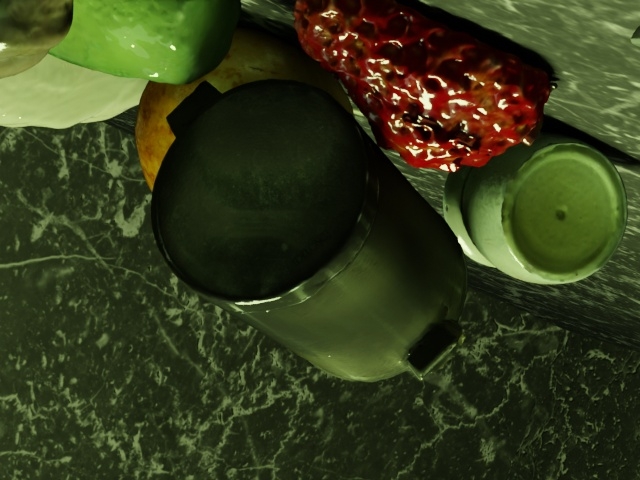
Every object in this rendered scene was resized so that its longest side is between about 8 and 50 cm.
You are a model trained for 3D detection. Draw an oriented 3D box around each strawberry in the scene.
[{"bbox_3d":[0.070,-0.126,1.343,0.236,0.111,0.190,24,178,-23],"label":"strawberry"}]

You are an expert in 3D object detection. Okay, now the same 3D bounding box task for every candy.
[{"bbox_3d":[-0.243,-0.245,1.447,0.343,0.142,0.132,20,-139,12],"label":"candy"}]

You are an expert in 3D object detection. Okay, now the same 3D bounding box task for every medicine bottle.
[{"bbox_3d":[0.209,-0.034,1.585,0.147,0.147,0.143,23,178,-21],"label":"medicine bottle"}]

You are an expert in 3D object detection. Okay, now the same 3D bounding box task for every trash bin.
[{"bbox_3d":[0.000,0.000,1.487,0.252,0.203,0.301,48,-176,29],"label":"trash bin"}]

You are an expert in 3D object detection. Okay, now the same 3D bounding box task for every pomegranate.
[{"bbox_3d":[-0.072,-0.105,1.683,0.248,0.248,0.248,22,177,1],"label":"pomegranate"}]

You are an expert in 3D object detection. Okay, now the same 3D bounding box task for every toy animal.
[{"bbox_3d":[-0.314,-0.244,1.725,0.307,0.266,0.188,-22,-145,-23],"label":"toy animal"}]

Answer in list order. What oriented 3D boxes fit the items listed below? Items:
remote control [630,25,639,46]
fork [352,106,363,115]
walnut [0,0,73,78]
[{"bbox_3d":[0.285,-0.107,1.025,0.184,0.027,0.050,18,180,-20],"label":"remote control"},{"bbox_3d":[0.096,-0.134,1.837,0.219,0.028,0.034,25,-175,18],"label":"fork"},{"bbox_3d":[-0.299,-0.227,1.273,0.224,0.224,0.224,22,177,1],"label":"walnut"}]
